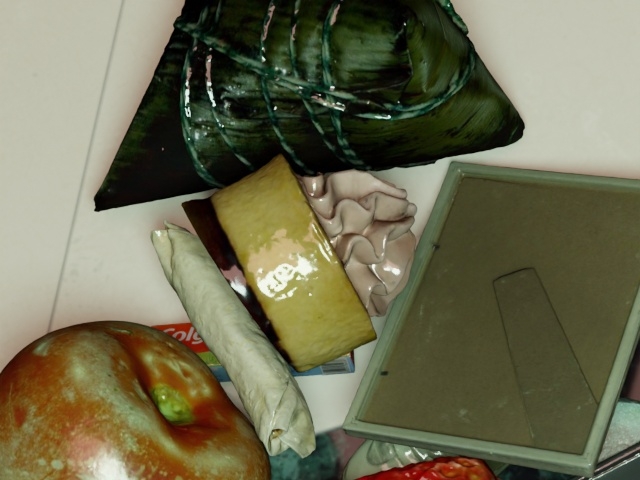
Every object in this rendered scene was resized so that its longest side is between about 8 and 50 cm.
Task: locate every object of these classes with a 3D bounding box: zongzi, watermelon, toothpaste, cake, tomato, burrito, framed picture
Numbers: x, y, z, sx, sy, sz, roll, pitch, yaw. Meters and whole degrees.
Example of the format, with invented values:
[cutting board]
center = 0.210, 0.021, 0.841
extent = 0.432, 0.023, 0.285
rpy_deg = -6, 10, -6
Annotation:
[zongzi]
center = -0.045, -0.134, 1.882
extent = 0.383, 0.319, 0.362
rpy_deg = 31, 87, 33
[watermelon]
center = 0.265, 0.179, 1.794
extent = 0.180, 0.081, 0.094
rpy_deg = 33, 81, -26
[toothpaste]
center = -0.065, 0.095, 1.898
extent = 0.193, 0.044, 0.070
rpy_deg = -5, 65, 6
[cake]
center = 0.000, 0.000, 1.792
extent = 0.178, 0.185, 0.207
rpy_deg = -37, 108, 3
[tomato]
center = -0.188, 0.209, 1.768
extent = 0.270, 0.270, 0.222
rpy_deg = 47, 108, 16
[burrito]
center = -0.078, 0.087, 1.823
extent = 0.059, 0.082, 0.275
rpy_deg = -41, 52, 12
[framed picture]
center = 0.180, 0.061, 1.800
extent = 0.240, 0.020, 0.324
rpy_deg = 6, 54, 24

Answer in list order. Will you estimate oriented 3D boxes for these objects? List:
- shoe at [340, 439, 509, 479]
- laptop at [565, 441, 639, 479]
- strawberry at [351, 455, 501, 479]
[shoe]
center = 0.138, 0.166, 1.826
extent = 0.275, 0.098, 0.103
rpy_deg = -37, 70, -3
[laptop]
center = 0.257, 0.263, 1.790
extent = 0.180, 0.016, 0.129
rpy_deg = -27, 110, 0
[strawberry]
center = 0.060, 0.284, 1.739
extent = 0.244, 0.205, 0.205
rpy_deg = -40, 73, 3
